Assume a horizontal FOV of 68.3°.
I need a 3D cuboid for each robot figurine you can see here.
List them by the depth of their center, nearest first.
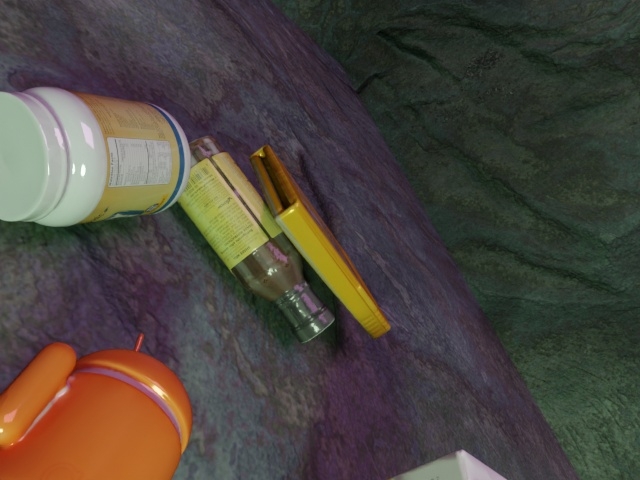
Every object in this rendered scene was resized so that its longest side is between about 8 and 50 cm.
[{"bbox_3d":[-0.178,0.173,0.357,0.158,0.128,0.219,38,27,-8],"label":"robot figurine"}]

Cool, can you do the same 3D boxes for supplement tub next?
[{"bbox_3d":[-0.261,-0.092,0.534,0.144,0.144,0.200,57,24,6],"label":"supplement tub"}]

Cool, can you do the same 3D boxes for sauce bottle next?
[{"bbox_3d":[-0.107,0.005,0.736,0.344,0.111,0.111,55,23,-1],"label":"sauce bottle"}]

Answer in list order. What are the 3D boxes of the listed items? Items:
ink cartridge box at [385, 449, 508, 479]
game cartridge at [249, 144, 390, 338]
[{"bbox_3d":[0.117,0.368,0.504,0.171,0.233,0.168,39,27,-30],"label":"ink cartridge box"},{"bbox_3d":[0.000,0.000,0.857,0.323,0.053,0.285,51,6,-32],"label":"game cartridge"}]
